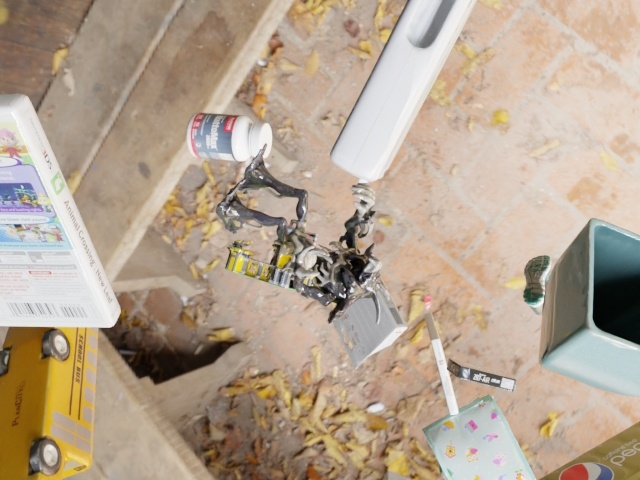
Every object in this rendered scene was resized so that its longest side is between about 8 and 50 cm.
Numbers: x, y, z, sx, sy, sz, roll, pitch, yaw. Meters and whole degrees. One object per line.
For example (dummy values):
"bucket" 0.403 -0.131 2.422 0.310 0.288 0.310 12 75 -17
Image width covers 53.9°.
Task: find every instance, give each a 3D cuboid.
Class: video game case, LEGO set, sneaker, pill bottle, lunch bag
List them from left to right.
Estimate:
"video game case" -0.273 -0.011 0.452 0.212 0.023 0.193 0 130 9
"pill bottle" -0.211 -0.242 1.476 0.180 0.108 0.108 6 96 14
"LEGO set" -0.094 0.028 1.774 0.254 0.331 0.192 15 88 37
"video game case" 0.320 0.321 1.677 0.026 0.227 0.207 -15 99 8
"video game case" 0.102 -0.186 0.493 0.036 0.329 0.300 28 98 2
"lunch bag" 0.419 0.570 1.689 0.223 0.160 0.262 -26 88 1
"sneaker" 0.526 0.109 1.511 0.064 0.167 0.076 -6 133 37

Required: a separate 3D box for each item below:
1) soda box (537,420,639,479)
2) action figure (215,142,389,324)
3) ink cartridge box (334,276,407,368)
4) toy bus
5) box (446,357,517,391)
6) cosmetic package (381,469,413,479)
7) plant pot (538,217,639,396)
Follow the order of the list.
"soda box" 0.263 0.220 0.555 0.061 0.181 0.058 -3 105 69
"action figure" 0.000 0.000 0.844 0.275 0.164 0.141 36 146 -6
"ink cartridge box" 0.112 0.194 1.467 0.179 0.045 0.145 -55 49 40
"toy bus" -0.420 0.248 0.959 0.108 0.130 0.333 -22 50 9
"box" 0.230 0.193 0.903 0.083 0.067 0.018 14 88 -2
"cosmetic package" 0.191 0.773 1.765 0.117 0.085 0.231 25 112 -1
"plant pot" 0.546 0.157 1.190 0.247 0.248 0.252 21 146 -3
